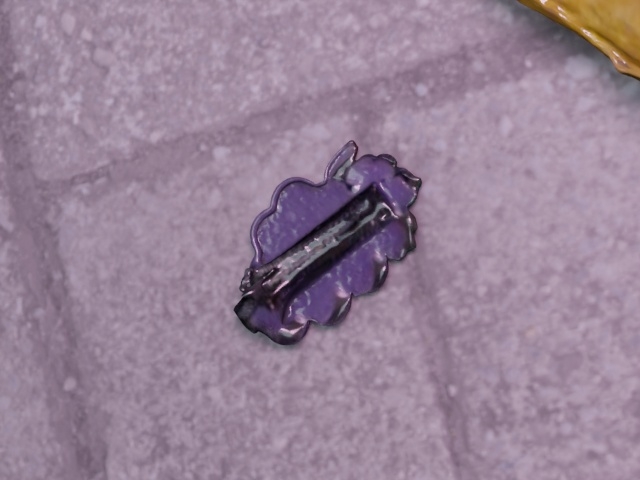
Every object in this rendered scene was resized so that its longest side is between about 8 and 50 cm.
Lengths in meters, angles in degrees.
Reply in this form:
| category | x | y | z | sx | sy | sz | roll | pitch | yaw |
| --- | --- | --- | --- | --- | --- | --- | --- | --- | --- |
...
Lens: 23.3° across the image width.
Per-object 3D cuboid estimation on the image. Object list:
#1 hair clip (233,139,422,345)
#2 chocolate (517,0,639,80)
| category | x | y | z | sx | sy | sz | roll | pitch | yaw |
| --- | --- | --- | --- | --- | --- | --- | --- | --- | --- |
| hair clip | 0.000 | 0.000 | 1.288 | 0.195 | 0.052 | 0.124 | -41 | 80 | 11 |
| chocolate | 0.326 | -0.147 | 1.121 | 0.445 | 0.162 | 0.162 | 25 | 98 | 24 |
